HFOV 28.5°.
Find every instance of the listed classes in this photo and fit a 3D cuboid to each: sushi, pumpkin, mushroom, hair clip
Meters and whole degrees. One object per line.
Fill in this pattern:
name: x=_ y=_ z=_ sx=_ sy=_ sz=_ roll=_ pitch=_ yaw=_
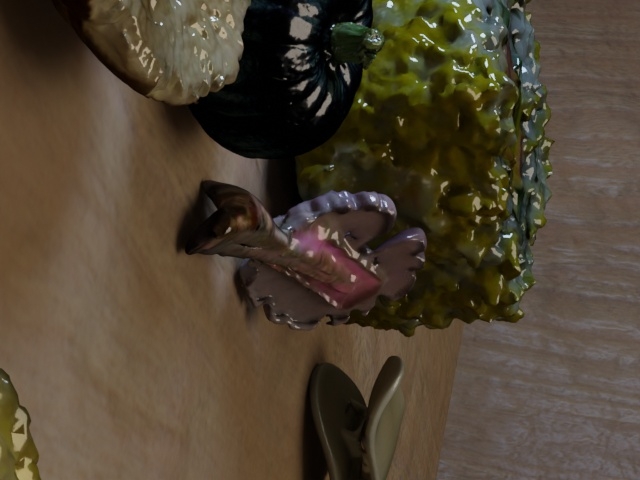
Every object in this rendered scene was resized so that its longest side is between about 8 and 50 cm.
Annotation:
sushi: x=0.113 y=-0.098 z=1.330 sx=0.351 sy=0.240 sz=0.396 roll=-72 pitch=156 yaw=-45
pumpkin: x=-0.032 y=-0.157 z=0.951 sx=0.194 sy=0.150 sz=0.194 roll=-159 pitch=-90 yaw=-86
mushroom: x=-0.033 y=-0.163 z=0.663 sx=0.208 sy=0.301 sz=0.233 roll=-45 pitch=141 yaw=-11
hair clip: x=0.049 y=0.250 z=1.574 sx=0.172 sy=0.113 sz=0.282 roll=-67 pitch=161 yaw=-48
hair clip: x=-0.024 y=0.006 z=1.117 sx=0.300 sy=0.173 sz=0.069 roll=26 pitch=40 yaw=-58

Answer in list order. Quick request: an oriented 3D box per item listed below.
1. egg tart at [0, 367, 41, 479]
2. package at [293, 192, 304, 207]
egg tart: x=-0.172 y=0.119 z=0.490 sx=0.232 sy=0.098 sz=0.252 roll=47 pitch=32 yaw=-62
package: x=0.000 y=0.000 z=1.415 sx=0.200 sy=0.022 sz=0.083 roll=72 pitch=27 yaw=-54
